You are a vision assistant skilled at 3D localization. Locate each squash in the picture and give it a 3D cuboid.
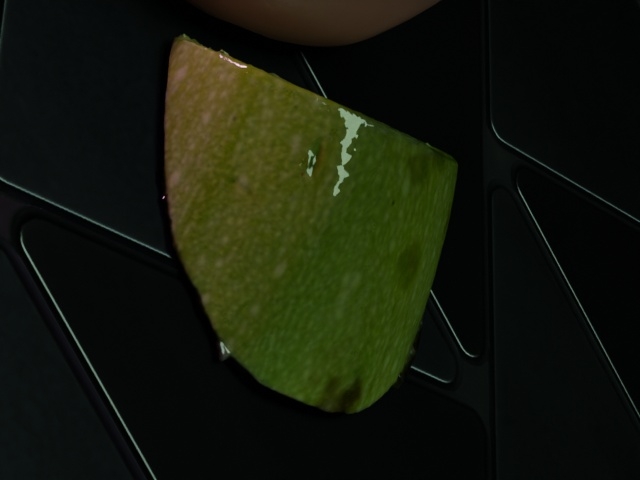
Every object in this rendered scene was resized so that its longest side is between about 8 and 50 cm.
[{"bbox_3d":[0.016,-0.011,0.974,0.192,0.085,0.184,18,58,-41],"label":"squash"}]

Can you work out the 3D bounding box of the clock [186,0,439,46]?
[{"bbox_3d":[0.033,-0.197,0.966,0.227,0.241,0.142,16,63,-44],"label":"clock"}]
